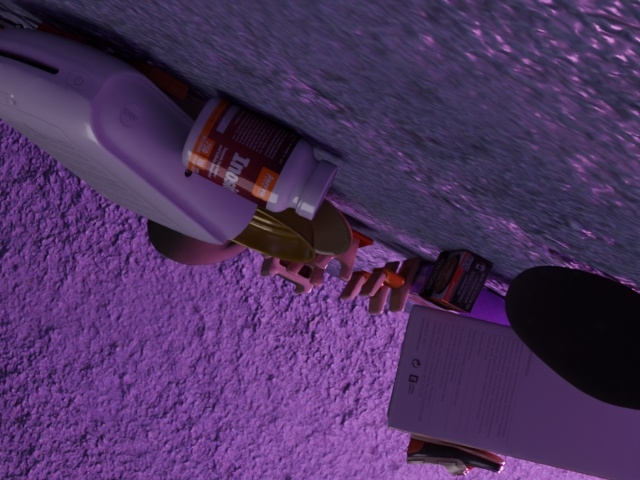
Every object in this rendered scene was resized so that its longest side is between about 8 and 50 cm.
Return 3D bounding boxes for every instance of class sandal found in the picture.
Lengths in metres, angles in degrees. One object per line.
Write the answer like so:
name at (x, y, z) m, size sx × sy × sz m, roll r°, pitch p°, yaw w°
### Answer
sandal at (-0.055, -0.060, 1.733) m, size 0.240 × 0.088 × 0.079 m, roll 21°, pitch -151°, yaw 8°

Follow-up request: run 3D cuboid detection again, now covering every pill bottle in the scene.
pill bottle at (-0.063, -0.083, 1.282) m, size 0.152 × 0.086 × 0.086 m, roll 26°, pitch 176°, yaw 3°

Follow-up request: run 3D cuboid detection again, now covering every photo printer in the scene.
photo printer at (-0.243, -0.126, 1.386) m, size 0.256 × 0.107 × 0.307 m, roll 21°, pitch 167°, yaw 39°

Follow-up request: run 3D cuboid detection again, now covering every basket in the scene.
basket at (-0.185, -0.053, 1.989) m, size 0.204 × 0.154 × 0.227 m, roll -14°, pitch 173°, yaw -9°

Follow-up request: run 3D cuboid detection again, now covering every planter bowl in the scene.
planter bowl at (-0.087, -0.058, 1.621) m, size 0.217 × 0.090 × 0.217 m, roll 23°, pitch 165°, yaw 7°

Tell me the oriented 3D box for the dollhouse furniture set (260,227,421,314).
dollhouse furniture set at (0.000, 0.000, 1.915) m, size 0.262 × 0.135 × 0.259 m, roll 28°, pitch 164°, yaw -17°

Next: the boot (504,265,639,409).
boot at (0.325, 0.114, 1.215) m, size 0.305 × 0.112 × 0.115 m, roll 24°, pitch -174°, yaw 6°

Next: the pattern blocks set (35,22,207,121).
pattern blocks set at (-0.162, -0.154, 1.455) m, size 0.325 × 0.026 × 0.285 m, roll 25°, pitch 176°, yaw 24°

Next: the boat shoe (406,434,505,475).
boat shoe at (0.177, 0.289, 1.604) m, size 0.137 × 0.043 × 0.049 m, roll 10°, pitch 173°, yaw 27°

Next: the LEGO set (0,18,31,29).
LEGO set at (-0.431, -0.271, 1.489) m, size 0.182 × 0.060 × 0.244 m, roll 27°, pitch 179°, yaw -18°

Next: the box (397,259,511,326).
box at (0.270, 0.121, 1.914) m, size 0.293 × 0.057 × 0.201 m, roll 28°, pitch 175°, yaw -11°

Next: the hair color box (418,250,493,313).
hair color box at (0.174, 0.053, 1.576) m, size 0.043 × 0.072 × 0.141 m, roll 27°, pitch 175°, yaw -7°

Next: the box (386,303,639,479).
box at (0.274, 0.207, 1.654) m, size 0.345 × 0.168 × 0.215 m, roll 12°, pitch 176°, yaw 5°
